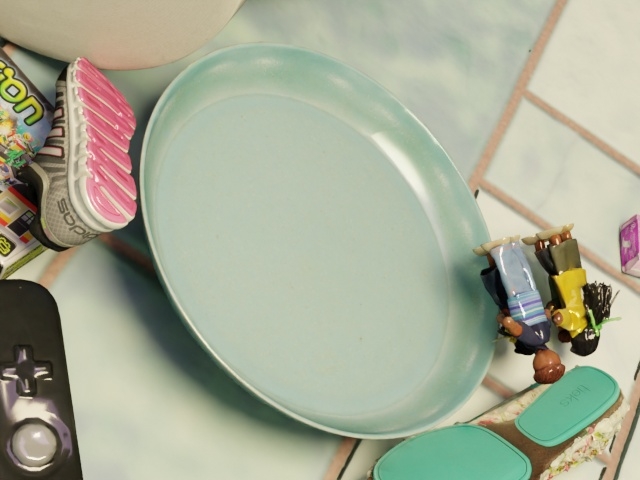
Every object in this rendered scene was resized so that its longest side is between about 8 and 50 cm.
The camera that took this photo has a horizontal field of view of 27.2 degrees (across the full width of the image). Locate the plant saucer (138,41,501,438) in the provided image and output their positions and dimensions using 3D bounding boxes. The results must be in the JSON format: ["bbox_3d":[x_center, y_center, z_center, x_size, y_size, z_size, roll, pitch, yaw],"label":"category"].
[{"bbox_3d":[0.000,0.000,0.975,0.317,0.044,0.317,18,56,-29],"label":"plant saucer"}]

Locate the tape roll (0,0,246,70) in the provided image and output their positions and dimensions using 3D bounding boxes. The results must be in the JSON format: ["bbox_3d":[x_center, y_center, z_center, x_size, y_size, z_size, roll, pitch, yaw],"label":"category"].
[{"bbox_3d":[-0.193,-0.282,0.846,0.392,0.392,0.072,37,56,-4],"label":"tape roll"}]

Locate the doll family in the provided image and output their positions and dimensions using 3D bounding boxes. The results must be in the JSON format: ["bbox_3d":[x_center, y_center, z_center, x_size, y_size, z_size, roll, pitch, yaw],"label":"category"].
[{"bbox_3d":[0.173,0.049,1.013,0.193,0.076,0.111,-10,84,-48],"label":"doll family"}]

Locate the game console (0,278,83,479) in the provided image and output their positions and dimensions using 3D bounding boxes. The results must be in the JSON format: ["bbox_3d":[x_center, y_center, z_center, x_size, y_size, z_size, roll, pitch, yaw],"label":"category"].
[{"bbox_3d":[-0.263,0.117,0.745,0.293,0.173,0.250,-2,67,-26],"label":"game console"}]

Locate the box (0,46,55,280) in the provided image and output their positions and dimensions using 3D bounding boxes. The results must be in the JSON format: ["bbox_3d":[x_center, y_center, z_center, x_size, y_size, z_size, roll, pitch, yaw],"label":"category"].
[{"bbox_3d":[-0.251,-0.080,0.931,0.207,0.036,0.114,48,55,3],"label":"box"}]

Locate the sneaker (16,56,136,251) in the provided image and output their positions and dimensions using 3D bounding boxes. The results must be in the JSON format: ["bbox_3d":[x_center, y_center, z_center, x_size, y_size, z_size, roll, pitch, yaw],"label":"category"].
[{"bbox_3d":[-0.170,-0.057,0.896,0.063,0.075,0.170,41,26,-40],"label":"sneaker"}]

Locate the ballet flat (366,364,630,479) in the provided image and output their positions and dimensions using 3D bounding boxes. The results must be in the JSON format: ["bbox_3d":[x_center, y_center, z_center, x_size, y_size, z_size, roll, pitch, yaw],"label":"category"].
[{"bbox_3d":[0.133,0.166,0.963,0.241,0.077,0.091,-18,43,-31],"label":"ballet flat"}]

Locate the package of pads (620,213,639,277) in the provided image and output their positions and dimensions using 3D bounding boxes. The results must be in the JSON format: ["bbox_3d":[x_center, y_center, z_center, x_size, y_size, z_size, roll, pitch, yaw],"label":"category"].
[{"bbox_3d":[0.302,0.013,1.146,0.083,0.032,0.050,15,59,-18],"label":"package of pads"}]
